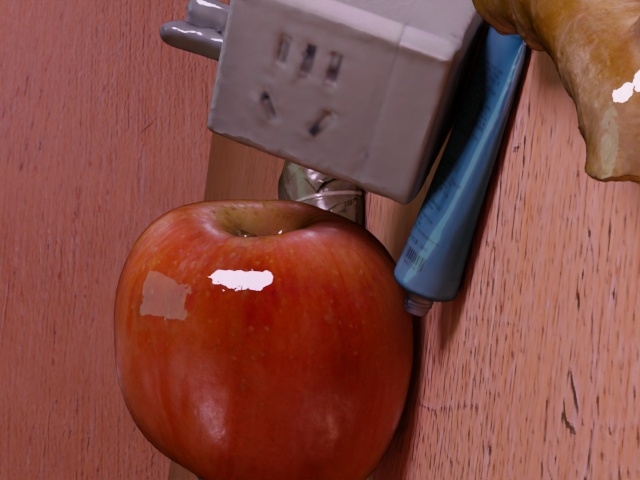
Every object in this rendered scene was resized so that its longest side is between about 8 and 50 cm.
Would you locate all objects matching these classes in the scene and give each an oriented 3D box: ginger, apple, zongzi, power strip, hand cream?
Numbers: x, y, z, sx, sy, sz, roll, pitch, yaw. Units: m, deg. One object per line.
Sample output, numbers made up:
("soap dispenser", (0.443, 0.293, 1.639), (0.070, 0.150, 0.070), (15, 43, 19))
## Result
("ginger", (0.137, -0.118, 0.689), (0.299, 0.065, 0.118), (-102, 18, -54))
("apple", (-0.047, 0.093, 1.051), (0.242, 0.242, 0.241), (-115, 28, -71))
("zongzi", (0.000, 0.000, 1.331), (0.189, 0.081, 0.178), (108, 156, -67))
("power strip", (-0.004, -0.146, 0.953), (0.139, 0.224, 0.140), (-60, -11, -51))
("hand cream", (0.100, -0.051, 0.916), (0.083, 0.048, 0.224), (-112, 37, -68))

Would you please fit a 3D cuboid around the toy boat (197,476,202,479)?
("toy boat", (-0.144, 0.234, 1.783), (0.330, 0.123, 0.215), (132, 145, -74))
